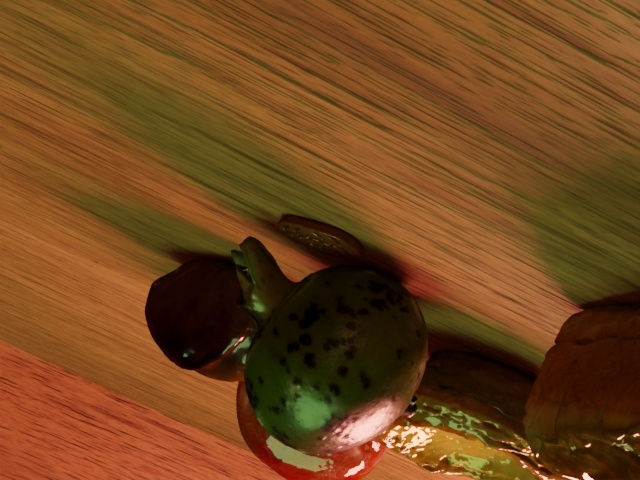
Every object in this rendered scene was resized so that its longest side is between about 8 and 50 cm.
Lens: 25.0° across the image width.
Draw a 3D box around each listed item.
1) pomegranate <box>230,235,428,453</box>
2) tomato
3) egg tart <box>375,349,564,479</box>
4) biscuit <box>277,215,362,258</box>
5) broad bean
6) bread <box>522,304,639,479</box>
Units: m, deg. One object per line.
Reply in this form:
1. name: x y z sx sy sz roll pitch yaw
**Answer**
1. pomegranate: -0.004 0.107 1.531 0.263 0.211 0.211 40 163 -2
2. tomato: -0.013 0.239 1.984 0.232 0.189 0.232 23 165 7
3. egg tart: 0.189 0.216 1.758 0.294 0.123 0.294 17 162 6
4. biscuit: 0.000 0.000 1.491 0.091 0.015 0.078 15 163 25
5. broad bean: -0.118 0.096 1.783 0.228 0.156 0.122 1 -164 38
6. bread: 0.295 0.141 1.272 0.132 0.167 0.294 26 164 -12
